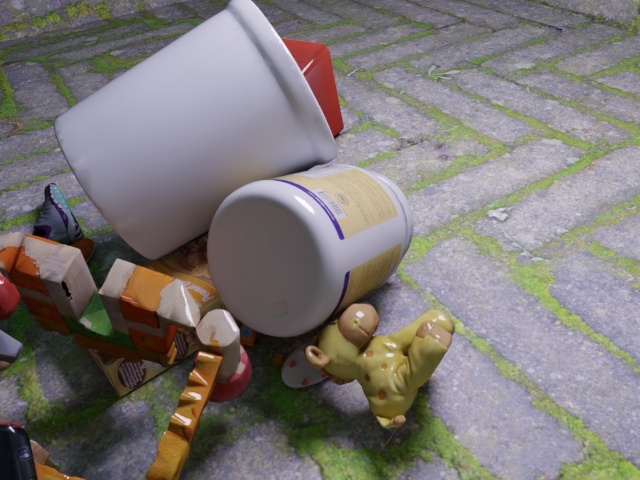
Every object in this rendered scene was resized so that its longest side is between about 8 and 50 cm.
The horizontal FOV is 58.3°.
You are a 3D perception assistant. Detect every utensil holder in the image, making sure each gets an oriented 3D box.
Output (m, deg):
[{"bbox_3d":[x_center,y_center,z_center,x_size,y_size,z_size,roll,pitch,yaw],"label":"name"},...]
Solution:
[{"bbox_3d":[-0.216,-0.191,1.032,0.385,0.328,0.327,-31,41,-2],"label":"utensil holder"}]

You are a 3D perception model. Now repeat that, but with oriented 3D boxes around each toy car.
[{"bbox_3d":[-0.092,0.166,0.984,0.122,0.040,0.060,23,46,32],"label":"toy car"}]

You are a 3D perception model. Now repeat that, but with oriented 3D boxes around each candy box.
[{"bbox_3d":[-0.264,0.115,1.028,0.316,0.088,0.183,-29,44,-29],"label":"candy box"}]

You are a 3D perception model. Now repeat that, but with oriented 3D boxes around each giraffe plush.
[{"bbox_3d":[0.074,0.165,0.841,0.170,0.181,0.210,31,78,11],"label":"giraffe plush"}]

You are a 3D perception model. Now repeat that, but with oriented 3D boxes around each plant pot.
[{"bbox_3d":[-0.127,-0.341,1.486,0.267,0.267,0.236,18,57,26],"label":"plant pot"}]

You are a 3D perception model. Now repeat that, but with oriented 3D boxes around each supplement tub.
[{"bbox_3d":[0.000,0.000,0.967,0.241,0.241,0.331,18,21,27],"label":"supplement tub"}]

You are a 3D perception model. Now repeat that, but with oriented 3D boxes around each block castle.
[{"bbox_3d":[-0.339,0.192,0.743,0.453,0.213,0.303,16,55,4],"label":"block castle"}]

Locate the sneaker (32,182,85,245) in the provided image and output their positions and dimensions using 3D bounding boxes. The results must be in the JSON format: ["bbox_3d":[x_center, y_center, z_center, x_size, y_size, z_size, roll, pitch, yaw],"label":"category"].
[{"bbox_3d":[-0.612,-0.054,1.294,0.098,0.083,0.223,-28,44,-20],"label":"sneaker"}]

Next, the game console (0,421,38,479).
[{"bbox_3d":[-0.400,0.401,0.510,0.342,0.060,0.387,-18,77,-3],"label":"game console"}]

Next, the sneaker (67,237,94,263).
[{"bbox_3d":[-0.536,0.041,1.172,0.064,0.067,0.175,17,41,28],"label":"sneaker"}]

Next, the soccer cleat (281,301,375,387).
[{"bbox_3d":[0.014,0.173,0.953,0.196,0.068,0.076,-37,7,-19],"label":"soccer cleat"}]

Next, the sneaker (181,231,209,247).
[{"bbox_3d":[-0.252,-0.093,1.266,0.107,0.124,0.283,9,40,18],"label":"sneaker"}]
